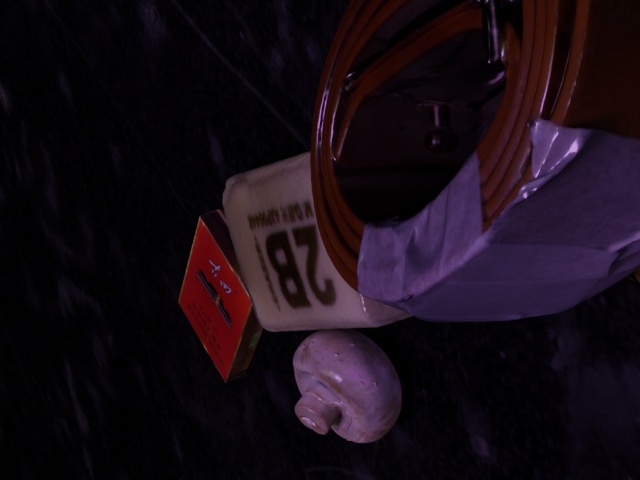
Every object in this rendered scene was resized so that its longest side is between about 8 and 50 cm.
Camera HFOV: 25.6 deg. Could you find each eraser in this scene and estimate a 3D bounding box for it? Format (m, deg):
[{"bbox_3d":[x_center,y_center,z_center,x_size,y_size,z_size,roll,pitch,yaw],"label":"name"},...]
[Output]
[{"bbox_3d":[0.000,0.000,0.925,0.172,0.058,0.117,-10,99,64],"label":"eraser"}]

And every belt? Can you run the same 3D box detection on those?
[{"bbox_3d":[0.079,-0.058,0.633,0.261,0.105,0.184,157,114,-63],"label":"belt"}]

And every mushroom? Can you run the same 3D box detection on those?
[{"bbox_3d":[0.016,0.099,0.951,0.083,0.067,0.084,34,150,23],"label":"mushroom"}]

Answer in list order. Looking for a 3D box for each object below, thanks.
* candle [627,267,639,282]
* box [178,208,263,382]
[{"bbox_3d":[0.186,0.017,0.593,0.130,0.052,0.052,32,135,50],"label":"candle"},{"bbox_3d":[-0.079,0.047,1.147,0.090,0.023,0.133,56,151,22],"label":"box"}]
